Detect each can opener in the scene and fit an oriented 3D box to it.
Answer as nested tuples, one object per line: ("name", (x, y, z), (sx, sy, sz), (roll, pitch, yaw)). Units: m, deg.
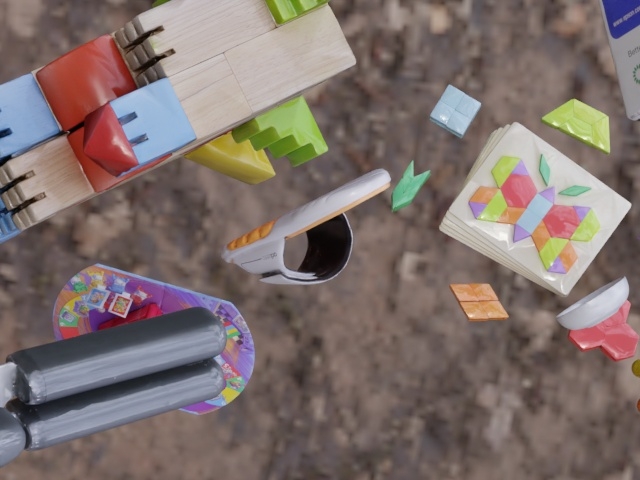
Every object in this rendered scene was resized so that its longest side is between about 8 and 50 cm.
("can opener", (-0.181, 0.116, 1.325), (0.280, 0.093, 0.074), (-16, 127, -35))

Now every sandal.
("sandal", (-0.008, 0.004, 1.859), (0.102, 0.265, 0.076), (-26, 91, -30))

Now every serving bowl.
("serving bowl", (0.285, 0.070, 2.006), (0.083, 0.083, 0.027), (-29, 88, -51))

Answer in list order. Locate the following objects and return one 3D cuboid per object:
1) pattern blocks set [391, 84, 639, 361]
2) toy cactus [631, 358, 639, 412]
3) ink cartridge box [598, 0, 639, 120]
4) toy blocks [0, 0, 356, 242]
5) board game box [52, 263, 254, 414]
("pattern blocks set", (0.247, -0.031, 2.228), (0.026, 0.325, 0.285), (91, 21, -79))
("toy cactus", (0.430, 0.139, 2.081), (0.219, 0.180, 0.112), (95, 15, -63))
("ink cartridge box", (0.283, -0.300, 1.591), (0.069, 0.176, 0.371), (-5, 75, -34))
("toy blocks", (-0.157, -0.094, 1.470), (0.261, 0.381, 0.190), (-28, 93, -28))
("board game box", (-0.139, 0.092, 1.564), (0.033, 0.169, 0.133), (-71, 177, -50))
